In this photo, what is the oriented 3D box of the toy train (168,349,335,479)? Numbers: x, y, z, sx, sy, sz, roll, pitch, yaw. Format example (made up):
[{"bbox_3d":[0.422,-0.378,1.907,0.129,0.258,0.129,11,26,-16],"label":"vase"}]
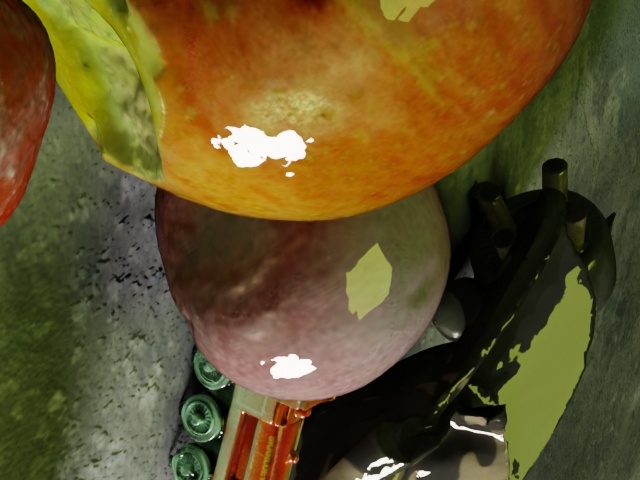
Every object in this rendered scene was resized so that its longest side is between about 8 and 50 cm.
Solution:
[{"bbox_3d":[-0.054,0.152,1.086,0.074,0.118,0.176,-2,108,-56],"label":"toy train"}]

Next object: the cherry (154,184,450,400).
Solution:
[{"bbox_3d":[0.001,-0.004,0.962,0.206,0.239,0.239,-37,173,39],"label":"cherry"}]

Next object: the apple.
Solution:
[{"bbox_3d":[-0.010,-0.173,0.730,0.339,0.340,0.339,-38,139,-43],"label":"apple"}]

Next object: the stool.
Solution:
[{"bbox_3d":[0.225,0.022,1.434,0.228,0.153,0.139,-50,139,-27],"label":"stool"}]

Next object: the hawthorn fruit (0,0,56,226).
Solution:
[{"bbox_3d":[-0.215,-0.061,0.632,0.173,0.173,0.173,-38,139,-43],"label":"hawthorn fruit"}]

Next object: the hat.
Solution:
[{"bbox_3d":[0.110,0.131,1.278,0.366,0.257,0.381,61,38,-57],"label":"hat"}]
